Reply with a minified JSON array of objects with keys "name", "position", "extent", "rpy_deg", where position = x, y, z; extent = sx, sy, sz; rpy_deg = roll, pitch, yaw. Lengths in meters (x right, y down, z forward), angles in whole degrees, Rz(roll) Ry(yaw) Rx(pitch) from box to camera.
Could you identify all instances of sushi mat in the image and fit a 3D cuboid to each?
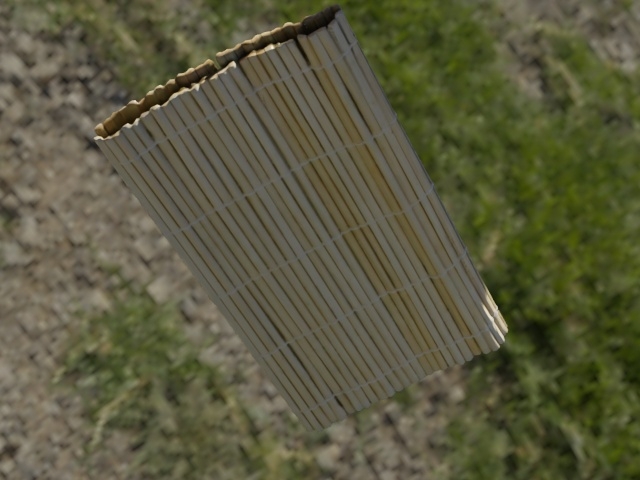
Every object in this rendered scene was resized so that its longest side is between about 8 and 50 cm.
[{"name":"sushi mat","position":[0.000,0.000,1.088],"extent":[0.316,0.151,0.019],"rpy_deg":[58,7,-46]}]
